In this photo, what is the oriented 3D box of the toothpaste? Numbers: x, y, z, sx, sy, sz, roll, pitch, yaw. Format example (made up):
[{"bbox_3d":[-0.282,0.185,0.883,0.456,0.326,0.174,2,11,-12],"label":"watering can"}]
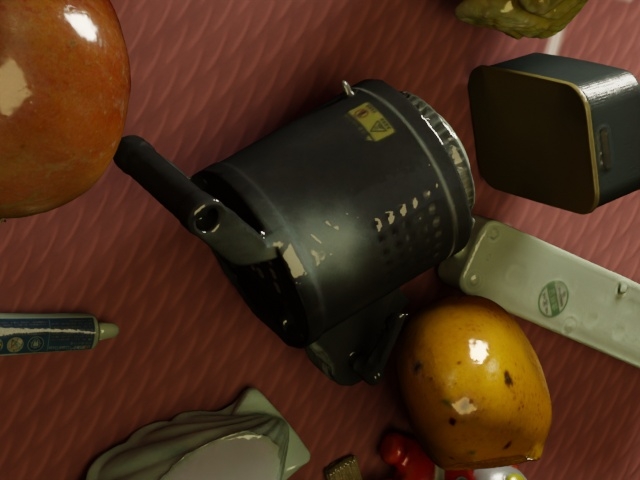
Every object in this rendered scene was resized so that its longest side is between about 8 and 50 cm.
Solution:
[{"bbox_3d":[-0.292,0.091,1.770,0.197,0.035,0.057,0,94,-26],"label":"toothpaste"}]

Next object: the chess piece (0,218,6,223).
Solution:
[{"bbox_3d":[-0.369,0.034,1.701,0.060,0.060,0.172,36,87,-31],"label":"chess piece"}]

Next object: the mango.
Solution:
[{"bbox_3d":[0.155,0.151,1.911,0.160,0.290,0.191,-13,83,9],"label":"mango"}]

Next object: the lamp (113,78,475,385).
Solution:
[{"bbox_3d":[0.014,-0.040,1.801,0.272,0.205,0.374,-46,134,-7],"label":"lamp"}]

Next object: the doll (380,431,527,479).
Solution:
[{"bbox_3d":[0.167,0.292,2.049,0.245,0.076,0.142,22,70,-26],"label":"doll"}]

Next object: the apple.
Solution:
[{"bbox_3d":[-0.280,-0.144,1.607,0.253,0.253,0.254,-8,107,-27],"label":"apple"}]

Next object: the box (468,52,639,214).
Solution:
[{"bbox_3d":[0.256,-0.120,1.920,0.090,0.201,0.144,-20,111,-27],"label":"box"}]

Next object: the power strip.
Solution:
[{"bbox_3d":[0.283,0.063,2.061,0.385,0.062,0.091,23,92,-32],"label":"power strip"}]

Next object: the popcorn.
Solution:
[{"bbox_3d":[0.212,-0.302,1.874,0.185,0.167,0.187,60,35,-3],"label":"popcorn"}]

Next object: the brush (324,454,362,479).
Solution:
[{"bbox_3d":[0.043,0.319,2.027,0.043,0.014,0.170,-27,116,-22],"label":"brush"}]

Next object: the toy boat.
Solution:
[{"bbox_3d":[-0.129,0.273,1.843,0.290,0.100,0.199,-43,101,-26],"label":"toy boat"}]
